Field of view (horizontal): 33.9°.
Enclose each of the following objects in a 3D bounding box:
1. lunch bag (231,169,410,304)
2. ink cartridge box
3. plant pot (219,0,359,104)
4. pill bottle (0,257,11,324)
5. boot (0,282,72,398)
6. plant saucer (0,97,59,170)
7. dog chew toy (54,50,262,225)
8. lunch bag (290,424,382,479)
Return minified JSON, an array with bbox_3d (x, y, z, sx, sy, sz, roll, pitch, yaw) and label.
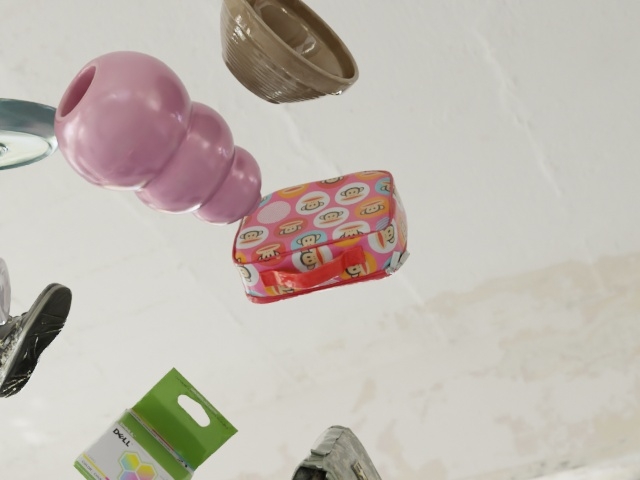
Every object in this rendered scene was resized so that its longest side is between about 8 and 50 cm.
[{"bbox_3d":[0.000,0.000,1.770,0.293,0.258,0.120,-13,-61,12],"label":"lunch bag"},{"bbox_3d":[-0.318,0.400,2.025,0.255,0.189,0.097,-44,2,14],"label":"ink cartridge box"},{"bbox_3d":[-0.066,-0.276,1.525,0.237,0.237,0.110,23,-60,-41],"label":"plant pot"},{"bbox_3d":[-0.586,0.083,1.622,0.194,0.108,0.108,-3,-33,-5],"label":"pill bottle"},{"bbox_3d":[-0.566,0.143,1.901,0.236,0.179,0.085,-58,-27,10],"label":"boot"},{"bbox_3d":[-0.554,-0.158,1.674,0.318,0.043,0.317,-7,-9,-1],"label":"plant saucer"},{"bbox_3d":[-0.224,-0.135,1.565,0.332,0.206,0.207,32,-51,-31],"label":"dog chew toy"},{"bbox_3d":[0.015,0.467,1.752,0.169,0.286,0.235,6,6,12],"label":"lunch bag"}]
